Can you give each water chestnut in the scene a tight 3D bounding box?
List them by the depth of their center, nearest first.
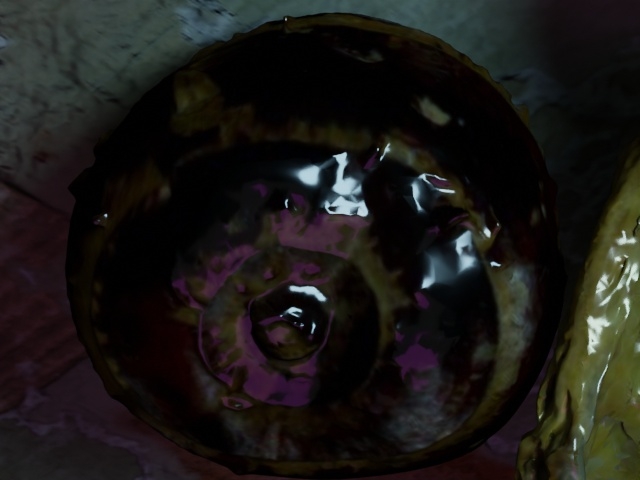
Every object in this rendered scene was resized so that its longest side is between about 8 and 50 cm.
[{"bbox_3d":[0.000,0.000,1.057,0.300,0.300,0.300,-2,140,-2],"label":"water chestnut"}]

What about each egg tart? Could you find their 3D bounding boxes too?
[{"bbox_3d":[0.211,0.083,1.094,0.129,0.341,0.341,20,141,12],"label":"egg tart"}]
